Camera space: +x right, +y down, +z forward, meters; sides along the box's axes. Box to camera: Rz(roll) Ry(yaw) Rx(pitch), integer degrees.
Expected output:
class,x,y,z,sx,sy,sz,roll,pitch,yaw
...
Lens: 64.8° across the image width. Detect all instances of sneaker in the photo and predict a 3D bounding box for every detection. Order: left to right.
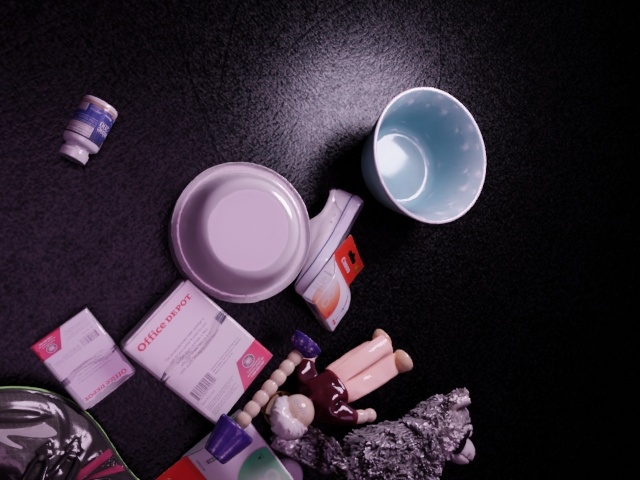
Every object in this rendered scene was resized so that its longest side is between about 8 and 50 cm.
class,x,y,z,sx,sy,sz,roll,pitch,yaw
sneaker,-0.410,0.423,0.846,0.483,0.202,0.185,47,69,-15
sneaker,0.000,0.000,1.140,0.091,0.094,0.258,28,80,12

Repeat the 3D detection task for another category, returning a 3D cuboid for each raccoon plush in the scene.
class,x,y,z,sx,sy,sz,roll,pitch,yaw
raccoon plush,0.152,0.412,1.121,0.446,0.216,0.299,35,65,-19

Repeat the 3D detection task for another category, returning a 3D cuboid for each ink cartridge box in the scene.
class,x,y,z,sx,sy,sz,roll,pitch,yaw
ink cartridge box,-0.431,0.214,0.926,0.109,0.063,0.150,-38,103,-22
ink cartridge box,-0.244,0.214,0.993,0.237,0.100,0.172,46,70,-17
ink cartridge box,-0.195,0.483,1.010,0.224,0.056,0.181,-38,101,-15
ink cartridge box,0.046,0.098,1.127,0.179,0.045,0.145,-50,146,-17

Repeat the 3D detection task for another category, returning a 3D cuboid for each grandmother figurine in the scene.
class,x,y,z,sx,sy,sz,roll,pitch,yaw
grandmother figurine,0.031,0.309,1.084,0.342,0.207,0.104,-25,136,-36

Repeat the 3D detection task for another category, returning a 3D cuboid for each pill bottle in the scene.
class,x,y,z,sx,sy,sz,roll,pitch,yaw
pill bottle,-0.439,-0.205,0.948,0.067,0.067,0.120,28,76,-21

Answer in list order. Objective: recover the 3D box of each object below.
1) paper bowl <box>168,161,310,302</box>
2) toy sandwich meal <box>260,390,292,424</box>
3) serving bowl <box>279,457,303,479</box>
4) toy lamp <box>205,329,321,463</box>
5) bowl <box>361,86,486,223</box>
class,x,y,z,sx,sy,sz,roll,pitch,yaw
paper bowl,-0.157,-0.017,1.016,0.284,0.148,0.284,1,86,-20
toy sandwich meal,-0.087,0.366,1.096,0.085,0.029,0.086,2,86,-25
serving bowl,-0.073,0.518,1.094,0.083,0.027,0.083,2,86,-26
toy lamp,-0.110,0.297,0.967,0.080,0.080,0.275,47,67,-15
bowl,0.221,-0.186,1.204,0.311,0.163,0.312,2,85,-25
